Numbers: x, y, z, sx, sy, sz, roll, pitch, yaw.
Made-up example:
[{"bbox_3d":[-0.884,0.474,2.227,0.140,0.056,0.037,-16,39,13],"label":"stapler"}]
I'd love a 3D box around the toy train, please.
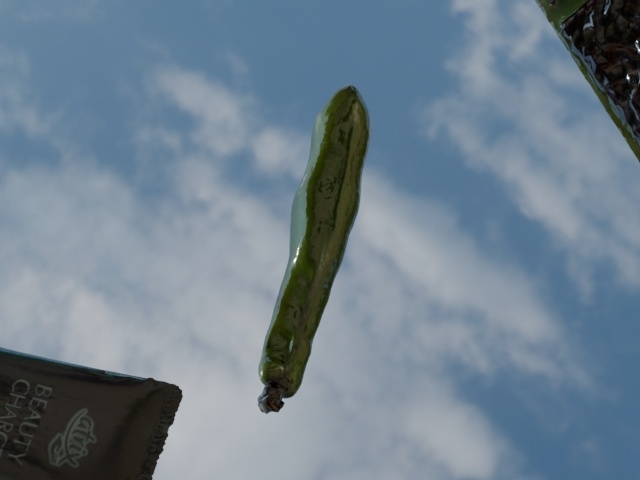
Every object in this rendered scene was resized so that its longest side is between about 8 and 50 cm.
[{"bbox_3d":[0.255,-0.140,1.027,0.177,0.134,0.261,-8,-117,-51],"label":"toy train"}]

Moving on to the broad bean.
[{"bbox_3d":[-0.003,0.005,1.248,0.056,0.098,0.318,16,-117,-7],"label":"broad bean"}]

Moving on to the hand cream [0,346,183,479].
[{"bbox_3d":[-0.240,0.122,1.036,0.270,0.061,0.120,15,-120,6],"label":"hand cream"}]
